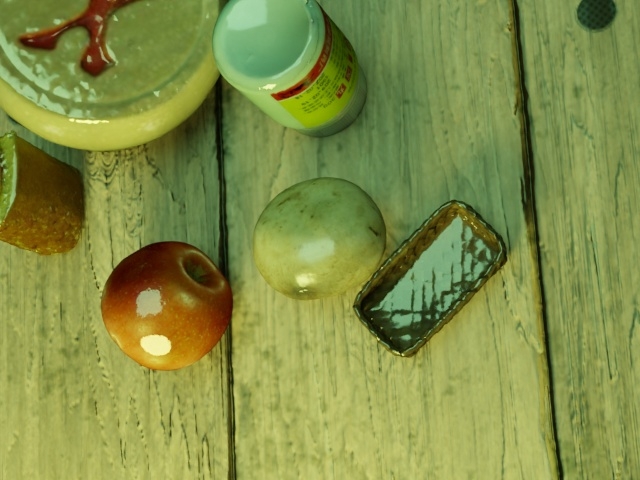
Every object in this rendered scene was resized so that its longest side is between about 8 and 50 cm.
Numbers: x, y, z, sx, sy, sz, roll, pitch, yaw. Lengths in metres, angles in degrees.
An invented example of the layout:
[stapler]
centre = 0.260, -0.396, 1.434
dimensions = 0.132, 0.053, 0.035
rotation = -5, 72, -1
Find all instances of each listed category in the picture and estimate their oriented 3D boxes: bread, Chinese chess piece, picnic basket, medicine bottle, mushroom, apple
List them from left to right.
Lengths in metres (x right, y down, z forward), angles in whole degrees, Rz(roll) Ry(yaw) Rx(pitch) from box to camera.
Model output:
[bread]
centre = -0.389, -0.055, 1.583
dimensions = 0.103, 0.172, 0.132
rotation = -5, 76, 17
[Chinese chess piece]
centre = -0.285, -0.281, 1.563
dimensions = 0.338, 0.140, 0.338
rotation = 1, 80, -7
[apple]
centre = -0.188, 0.078, 1.501
dimensions = 0.139, 0.163, 0.163
rotation = -39, 70, 15
[medicine bottle]
centre = -0.031, -0.213, 1.471
dimensions = 0.139, 0.225, 0.139
rotation = -4, 78, 17
[mushroom]
centre = 0.000, 0.000, 1.476
dimensions = 0.166, 0.127, 0.166
rotation = -8, 54, 12
[picnic basket]
centre = 0.134, 0.048, 1.457
dimensions = 0.193, 0.055, 0.110
rotation = -46, 68, 5
